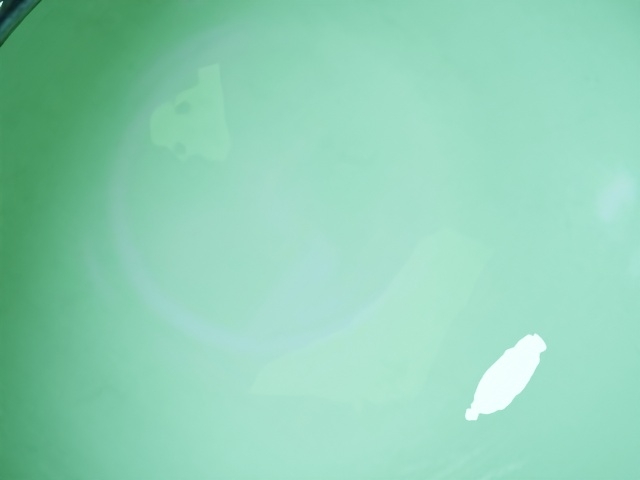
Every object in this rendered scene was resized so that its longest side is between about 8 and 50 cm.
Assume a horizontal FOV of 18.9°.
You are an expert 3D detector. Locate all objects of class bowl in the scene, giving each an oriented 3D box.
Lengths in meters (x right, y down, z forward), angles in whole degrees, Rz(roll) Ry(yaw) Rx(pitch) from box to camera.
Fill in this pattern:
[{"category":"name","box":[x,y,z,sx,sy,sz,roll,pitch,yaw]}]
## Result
[{"category":"bowl","box":[0.000,0.000,0.700,0.354,0.185,0.354,-7,114,-16]}]
